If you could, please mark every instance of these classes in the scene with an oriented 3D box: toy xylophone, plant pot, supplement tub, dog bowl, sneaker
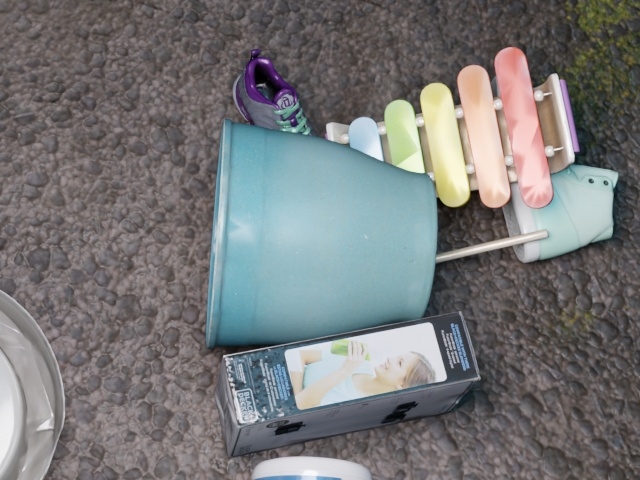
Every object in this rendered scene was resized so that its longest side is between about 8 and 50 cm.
[{"bbox_3d":[0.176,-0.093,1.644,0.323,0.081,0.236,-20,82,13],"label":"toy xylophone"},{"bbox_3d":[0.000,0.000,1.536,0.255,0.271,0.271,4,70,-6],"label":"plant pot"},{"bbox_3d":[-0.013,0.357,1.478,0.144,0.144,0.199,6,70,-7],"label":"supplement tub"},{"bbox_3d":[-0.467,0.209,1.481,0.349,0.102,0.348,3,70,-9],"label":"dog bowl"},{"bbox_3d":[0.309,-0.105,1.721,0.151,0.094,0.255,-11,81,-8],"label":"sneaker"},{"bbox_3d":[-0.043,-0.140,1.675,0.083,0.098,0.223,-31,78,-18],"label":"sneaker"}]

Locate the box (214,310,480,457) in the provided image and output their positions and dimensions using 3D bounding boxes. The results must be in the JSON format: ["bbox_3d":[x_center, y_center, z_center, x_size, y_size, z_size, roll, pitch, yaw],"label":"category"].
[{"bbox_3d":[0.027,0.173,1.540,0.290,0.169,0.087,-10,70,-11],"label":"box"}]
